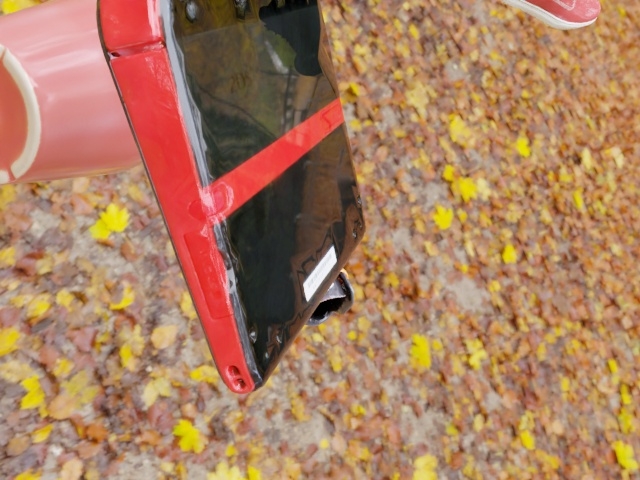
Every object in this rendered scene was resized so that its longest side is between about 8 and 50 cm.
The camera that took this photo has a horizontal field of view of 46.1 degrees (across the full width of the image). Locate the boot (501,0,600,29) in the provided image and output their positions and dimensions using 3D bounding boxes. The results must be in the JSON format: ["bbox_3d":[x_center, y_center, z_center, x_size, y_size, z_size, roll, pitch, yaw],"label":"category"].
[{"bbox_3d":[0.457,-0.467,1.345,0.244,0.176,0.089,7,72,-30],"label":"boot"}]

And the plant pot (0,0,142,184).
[{"bbox_3d":[-0.380,-0.198,1.042,0.275,0.275,0.243,59,30,-5],"label":"plant pot"}]

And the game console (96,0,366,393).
[{"bbox_3d":[-0.052,-0.095,0.710,0.386,0.060,0.342,-50,131,-63],"label":"game console"}]

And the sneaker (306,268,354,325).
[{"bbox_3d":[0.000,0.000,1.123,0.124,0.321,0.180,-11,43,-5],"label":"sneaker"}]
